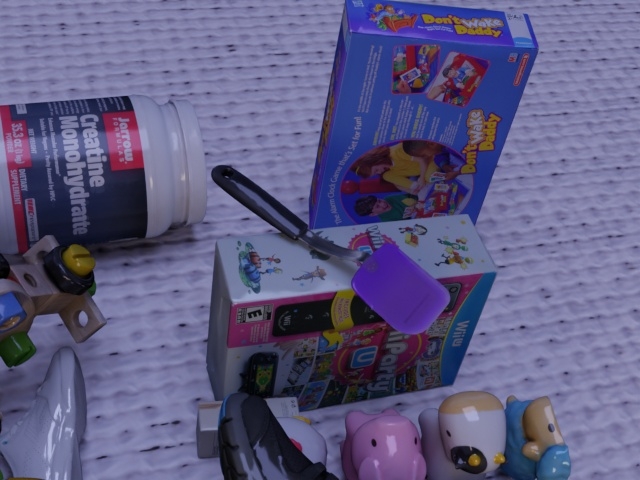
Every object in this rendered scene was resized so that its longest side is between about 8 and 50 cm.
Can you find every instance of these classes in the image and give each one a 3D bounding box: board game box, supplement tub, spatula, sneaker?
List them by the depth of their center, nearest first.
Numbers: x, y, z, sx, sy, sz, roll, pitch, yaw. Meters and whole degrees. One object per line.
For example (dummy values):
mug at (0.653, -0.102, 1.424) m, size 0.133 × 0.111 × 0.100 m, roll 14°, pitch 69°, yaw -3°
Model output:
sneaker at (0.011, 0.288, 0.921) m, size 0.139 × 0.125 × 0.341 m, roll -24°, pitch 70°, yaw -19°
spatula at (0.000, 0.000, 1.031) m, size 0.296 × 0.030 × 0.084 m, roll 32°, pitch 53°, yaw 17°
sneaker at (-0.309, 0.209, 1.059) m, size 0.094 × 0.080 × 0.212 m, roll -6°, pitch 49°, yaw -1°
board game box at (0.028, 0.092, 1.127) m, size 0.303 × 0.224 × 0.098 m, roll -7°, pitch 48°, yaw -17°
supplement tub at (-0.298, -0.090, 1.256) m, size 0.272 × 0.191 × 0.191 m, roll -8°, pitch 49°, yaw -17°
board game box at (0.122, -0.145, 1.282) m, size 0.233 × 0.347 × 0.078 m, roll 4°, pitch 46°, yaw -8°

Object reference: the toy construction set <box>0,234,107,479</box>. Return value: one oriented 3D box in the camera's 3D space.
toy construction set at (-0.385, 0.071, 1.039) m, size 0.308 × 0.258 × 0.237 m, roll 28°, pitch 17°, yaw 17°

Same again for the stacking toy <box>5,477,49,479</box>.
stacking toy at (-0.283, 0.320, 0.823) m, size 0.479 × 0.351 × 0.351 m, roll 2°, pitch 46°, yaw -26°

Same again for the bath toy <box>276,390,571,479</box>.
bath toy at (0.087, 0.238, 1.050) m, size 0.348 × 0.151 × 0.129 m, roll -4°, pitch 38°, yaw -12°

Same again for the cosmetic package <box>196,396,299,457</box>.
cosmetic package at (-0.084, 0.214, 1.104) m, size 0.115 × 0.060 × 0.041 m, roll 0°, pitch 46°, yaw -13°
